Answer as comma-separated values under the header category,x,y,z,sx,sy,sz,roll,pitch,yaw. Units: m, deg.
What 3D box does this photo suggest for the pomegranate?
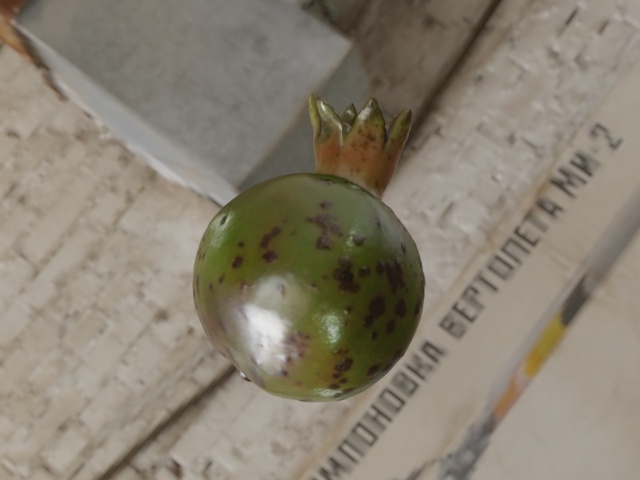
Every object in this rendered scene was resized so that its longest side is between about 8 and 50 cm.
category,x,y,z,sx,sy,sz,roll,pitch,yaw
pomegranate,-0.002,0.005,1.332,0.231,0.231,0.286,-5,-69,-67
